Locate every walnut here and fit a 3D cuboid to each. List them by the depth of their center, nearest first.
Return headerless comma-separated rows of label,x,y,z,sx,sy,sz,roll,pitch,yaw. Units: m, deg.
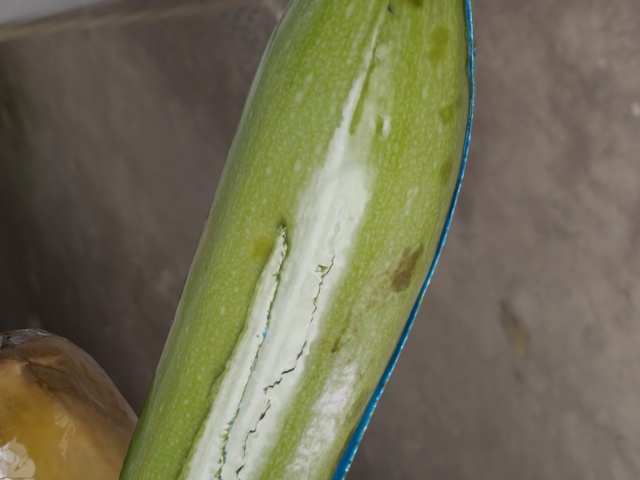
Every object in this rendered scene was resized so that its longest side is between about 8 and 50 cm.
walnut,-0.146,0.135,0.946,0.137,0.137,0.245,54,154,41

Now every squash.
squash,0.000,0.000,0.706,0.094,0.094,0.341,43,119,54
